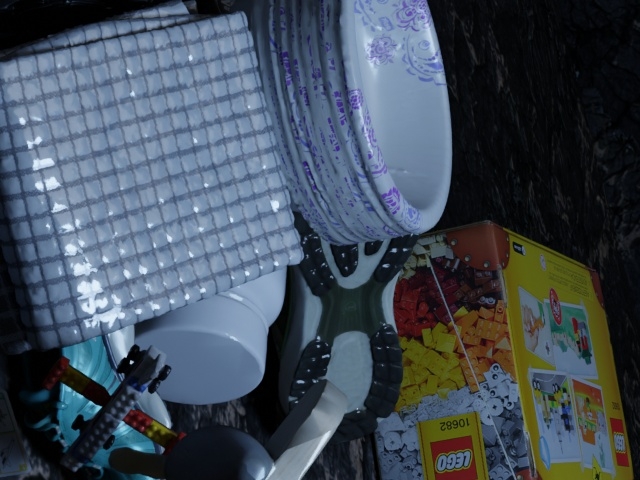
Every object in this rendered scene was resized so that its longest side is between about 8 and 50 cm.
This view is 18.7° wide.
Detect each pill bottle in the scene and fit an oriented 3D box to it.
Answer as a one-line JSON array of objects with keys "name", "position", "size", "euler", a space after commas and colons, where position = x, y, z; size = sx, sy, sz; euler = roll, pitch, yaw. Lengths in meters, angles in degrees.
[{"name": "pill bottle", "position": [-0.109, -0.002, 1.805], "size": [0.160, 0.160, 0.283], "euler": [53, 32, -47]}]

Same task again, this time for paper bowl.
[{"name": "paper bowl", "position": [0.009, -0.136, 1.739], "size": [0.284, 0.148, 0.284], "euler": [-10, 90, -71]}]

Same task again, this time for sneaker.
[{"name": "sneaker", "position": [0.000, 0.000, 2.001], "size": [0.182, 0.158, 0.410], "euler": [-132, -135, -53]}, {"name": "sneaker", "position": [-0.203, 0.140, 1.619], "size": [0.110, 0.107, 0.275], "euler": [-24, 97, -49]}]

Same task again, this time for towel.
[{"name": "towel", "position": [-0.165, -0.057, 1.538], "size": [0.283, 0.121, 0.235], "euler": [-21, 100, -44]}]

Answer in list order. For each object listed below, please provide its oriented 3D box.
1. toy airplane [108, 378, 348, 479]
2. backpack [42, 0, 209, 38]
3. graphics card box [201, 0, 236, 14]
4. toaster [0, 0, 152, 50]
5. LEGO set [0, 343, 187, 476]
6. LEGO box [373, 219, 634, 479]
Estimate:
[{"name": "toy airplane", "position": [-0.147, 0.293, 1.292], "size": [0.272, 0.384, 0.386], "euler": [35, 32, 13]}, {"name": "backpack", "position": [-0.182, -0.131, 1.712], "size": [0.117, 0.158, 0.173], "euler": [71, 37, -54]}, {"name": "graphics card box", "position": [-0.044, -0.299, 2.047], "size": [0.233, 0.094, 0.371], "euler": [29, 49, -30]}, {"name": "toaster", "position": [-0.251, -0.222, 1.570], "size": [0.185, 0.168, 0.110], "euler": [-9, 84, -70]}, {"name": "LEGO set", "position": [-0.185, 0.168, 1.445], "size": [0.060, 0.182, 0.244], "euler": [-81, 160, -64]}, {"name": "LEGO box", "position": [0.238, 0.204, 2.512], "size": [0.500, 0.193, 0.372], "euler": [20, 60, -65]}]
